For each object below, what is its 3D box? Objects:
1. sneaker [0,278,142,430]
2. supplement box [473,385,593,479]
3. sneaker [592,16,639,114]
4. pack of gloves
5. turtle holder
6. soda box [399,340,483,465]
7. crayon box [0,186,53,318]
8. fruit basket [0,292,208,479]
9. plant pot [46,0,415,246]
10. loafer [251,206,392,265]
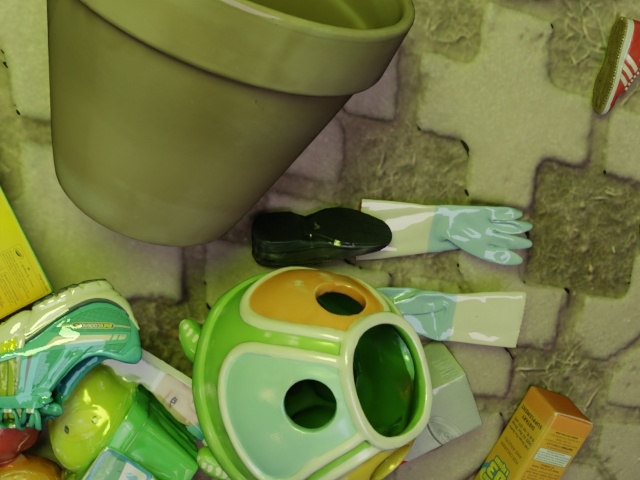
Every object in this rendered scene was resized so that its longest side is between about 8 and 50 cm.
[{"bbox_3d":[-0.307,0.142,0.830,0.275,0.107,0.110,-31,82,-10],"label":"sneaker"},{"bbox_3d":[0.297,0.334,1.232,0.080,0.078,0.233,18,107,-24],"label":"supplement box"},{"bbox_3d":[0.380,-0.209,1.031,0.067,0.042,0.118,7,109,-17],"label":"sneaker"},{"bbox_3d":[0.153,0.039,1.082,0.232,0.046,0.195,3,112,-7],"label":"pack of gloves"},{"bbox_3d":[-0.003,0.186,0.907,0.243,0.227,0.320,14,73,-40],"label":"turtle holder"},{"bbox_3d":[0.062,0.247,1.110,0.286,0.091,0.098,-24,119,-5],"label":"soda box"},{"bbox_3d":[-0.396,-0.035,0.797,0.165,0.081,0.278,-31,113,-27],"label":"crayon box"},{"bbox_3d":[-0.328,0.231,0.933,0.353,0.165,0.327,36,89,-18],"label":"fruit basket"},{"bbox_3d":[-0.116,-0.157,0.776,0.323,0.323,0.280,12,125,-22],"label":"plant pot"},{"bbox_3d":[0.000,0.000,1.003,0.170,0.062,0.061,2,141,-10],"label":"loafer"}]
